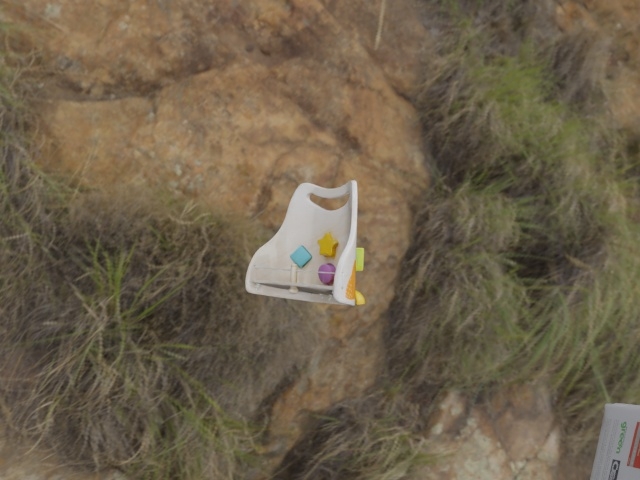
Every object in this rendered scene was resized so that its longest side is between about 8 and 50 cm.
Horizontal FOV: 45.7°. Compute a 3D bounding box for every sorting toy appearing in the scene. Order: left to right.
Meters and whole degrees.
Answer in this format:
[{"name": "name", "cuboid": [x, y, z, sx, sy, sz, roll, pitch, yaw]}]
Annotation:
[{"name": "sorting toy", "cuboid": [0.000, 0.000, 0.466, 0.044, 0.083, 0.075, 13, 82, -43]}]

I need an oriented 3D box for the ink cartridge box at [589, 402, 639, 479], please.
[{"name": "ink cartridge box", "cuboid": [0.331, 0.310, 0.641, 0.130, 0.272, 0.310, 19, 79, -5]}]
